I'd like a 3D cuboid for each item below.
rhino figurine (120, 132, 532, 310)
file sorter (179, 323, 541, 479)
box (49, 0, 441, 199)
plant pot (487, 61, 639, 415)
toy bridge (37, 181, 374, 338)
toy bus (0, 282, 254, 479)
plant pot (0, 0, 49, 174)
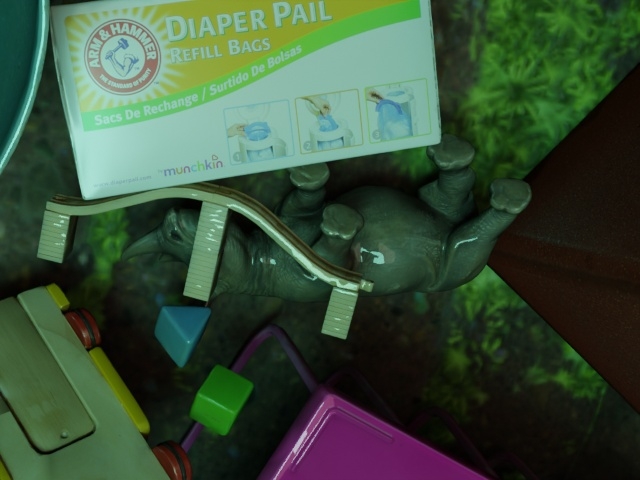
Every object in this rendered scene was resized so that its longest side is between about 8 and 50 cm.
[{"bbox_3d":[0.000,0.000,0.688,0.243,0.073,0.106,-7,148,-10],"label":"rhino figurine"},{"bbox_3d":[0.045,0.210,0.708,0.290,0.182,0.202,31,95,-20],"label":"file sorter"},{"bbox_3d":[-0.047,-0.098,0.639,0.203,0.114,0.103,-10,106,-9],"label":"box"},{"bbox_3d":[0.294,0.009,0.657,0.267,0.236,0.267,44,91,-8],"label":"plant pot"},{"bbox_3d":[-0.061,0.002,0.625,0.188,0.026,0.063,14,108,2],"label":"toy bridge"},{"bbox_3d":[-0.150,0.127,0.634,0.191,0.202,0.104,17,138,-6],"label":"toy bus"},{"bbox_3d":[-0.276,-0.129,0.507,0.290,0.195,0.290,-6,112,-14],"label":"plant pot"}]
